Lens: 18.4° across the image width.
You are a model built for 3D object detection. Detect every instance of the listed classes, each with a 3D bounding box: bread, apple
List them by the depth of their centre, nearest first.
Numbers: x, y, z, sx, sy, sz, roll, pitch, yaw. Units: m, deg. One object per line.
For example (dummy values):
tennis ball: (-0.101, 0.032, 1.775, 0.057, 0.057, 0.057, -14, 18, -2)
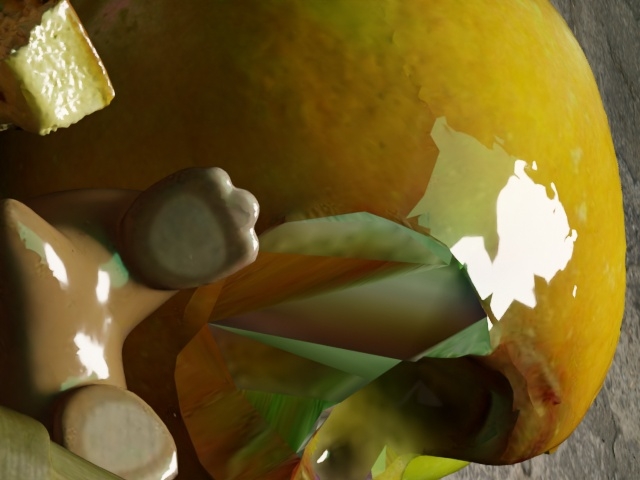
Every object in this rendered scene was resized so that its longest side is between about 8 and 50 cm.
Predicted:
bread: (-0.189, -0.098, 0.889, 0.049, 0.226, 0.088, -40, 122, -33)
apple: (0.000, 0.000, 1.061, 0.384, 0.374, 0.374, 54, 34, -31)

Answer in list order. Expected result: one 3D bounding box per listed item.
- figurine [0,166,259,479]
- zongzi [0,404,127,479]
figurine: (-0.179, 0.031, 0.829, 0.173, 0.247, 0.177, 31, 70, -32)
zongzi: (-0.183, 0.167, 0.722, 0.250, 0.274, 0.125, 33, 27, -15)
